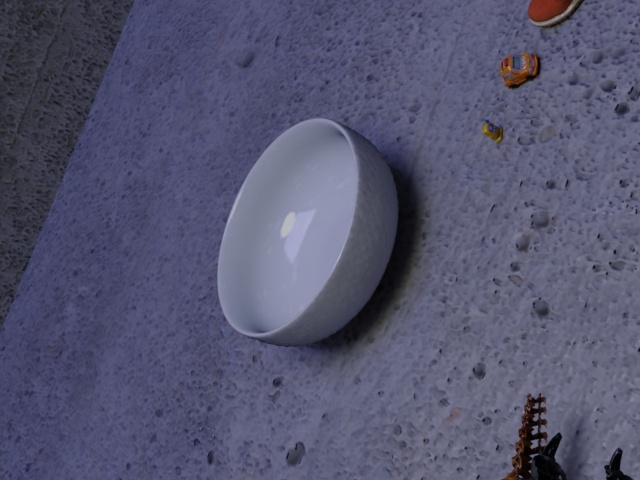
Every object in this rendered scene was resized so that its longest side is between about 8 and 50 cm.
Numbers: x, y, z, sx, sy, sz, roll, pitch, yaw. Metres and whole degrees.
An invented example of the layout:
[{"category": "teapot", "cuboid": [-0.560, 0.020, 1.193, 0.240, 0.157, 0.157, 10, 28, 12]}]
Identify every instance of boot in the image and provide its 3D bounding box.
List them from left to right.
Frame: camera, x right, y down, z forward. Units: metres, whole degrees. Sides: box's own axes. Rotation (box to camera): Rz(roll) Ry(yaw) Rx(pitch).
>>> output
[{"category": "boot", "cuboid": [0.312, -0.344, 2.001, 0.158, 0.085, 0.059, -43, 41, 37]}]

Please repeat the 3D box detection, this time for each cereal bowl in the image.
[{"category": "cereal bowl", "cuboid": [0.000, 0.000, 2.211, 0.339, 0.141, 0.339, -32, 47, 43]}]

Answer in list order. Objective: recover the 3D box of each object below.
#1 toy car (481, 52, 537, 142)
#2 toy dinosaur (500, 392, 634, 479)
[{"category": "toy car", "cuboid": [0.251, -0.195, 2.044, 0.060, 0.041, 0.122, -2, 70, 56]}, {"category": "toy dinosaur", "cuboid": [0.231, 0.315, 1.640, 0.218, 0.164, 0.322, -55, 49, 51]}]
